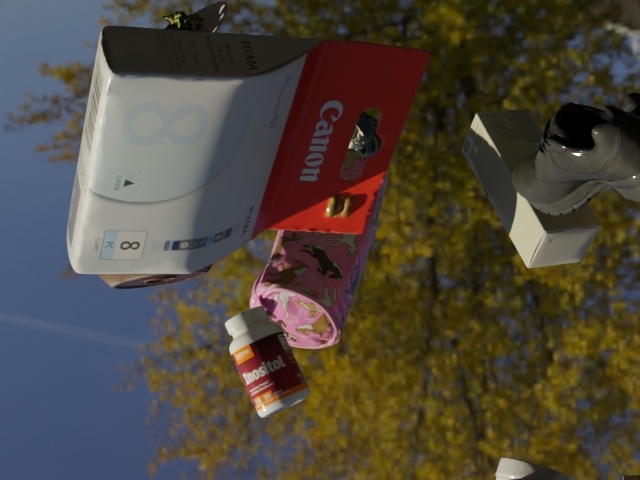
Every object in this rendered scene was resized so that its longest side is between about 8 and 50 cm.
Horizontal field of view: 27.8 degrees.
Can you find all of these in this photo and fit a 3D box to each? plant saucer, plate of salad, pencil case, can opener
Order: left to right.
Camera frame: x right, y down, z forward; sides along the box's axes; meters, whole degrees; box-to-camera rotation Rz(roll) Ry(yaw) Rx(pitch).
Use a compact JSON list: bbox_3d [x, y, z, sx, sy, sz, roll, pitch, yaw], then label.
[{"bbox_3d":[-0.222,0.042,1.771,0.168,0.029,0.168,-9,174,-1],"label":"plant saucer"},{"bbox_3d":[-0.196,-0.235,1.610,0.200,0.048,0.200,-36,-155,19],"label":"plate of salad"},{"bbox_3d":[0.000,0.000,2.200,0.167,0.160,0.386,1,-130,19],"label":"pencil case"},{"bbox_3d":[0.549,-0.219,2.052,0.186,0.059,0.073,-25,-123,-19],"label":"can opener"}]

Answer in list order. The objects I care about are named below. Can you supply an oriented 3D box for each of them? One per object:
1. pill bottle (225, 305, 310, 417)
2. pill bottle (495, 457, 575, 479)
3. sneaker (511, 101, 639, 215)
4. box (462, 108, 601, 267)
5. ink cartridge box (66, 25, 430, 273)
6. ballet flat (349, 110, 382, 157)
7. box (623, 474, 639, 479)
[{"bbox_3d":[-0.082,0.179,1.918,0.086,0.152,0.086,-25,170,-5],"label":"pill bottle"},{"bbox_3d":[0.218,0.392,1.501,0.146,0.264,0.146,17,167,4],"label":"pill bottle"},{"bbox_3d":[0.311,-0.111,1.564,0.109,0.130,0.286,-62,-161,-19],"label":"sneaker"},{"bbox_3d":[0.341,-0.090,2.117,0.113,0.094,0.275,-5,-129,-21],"label":"box"},{"bbox_3d":[-0.082,-0.090,1.493,0.384,0.308,0.091,2,-135,-19],"label":"ink cartridge box"},{"bbox_3d":[0.010,-0.183,1.831,0.188,0.070,0.070,34,-149,5],"label":"ballet flat"},{"bbox_3d":[0.551,0.421,1.978,0.170,0.091,0.130,-6,-171,15],"label":"box"}]
